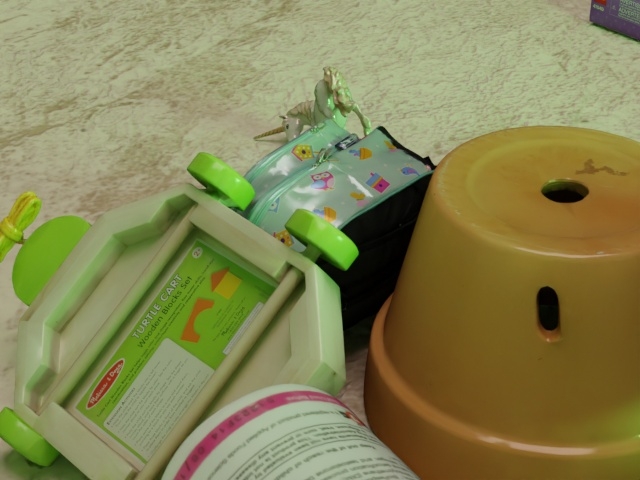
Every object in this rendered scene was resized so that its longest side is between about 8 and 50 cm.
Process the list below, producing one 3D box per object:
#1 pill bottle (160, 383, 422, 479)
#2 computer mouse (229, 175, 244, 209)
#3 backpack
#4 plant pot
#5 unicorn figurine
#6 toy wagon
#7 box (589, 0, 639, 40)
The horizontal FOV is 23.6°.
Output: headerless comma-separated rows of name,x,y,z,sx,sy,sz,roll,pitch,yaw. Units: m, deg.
pill bottle,0.029,0.223,0.932,0.160,0.160,0.283,-19,36,-28
computer mouse,-0.075,0.001,1.385,0.262,0.060,0.184,-16,34,-23
backpack,0.000,0.000,1.273,0.144,0.166,0.188,32,42,16
plant pot,0.178,0.045,1.182,0.290,0.204,0.291,-1,32,0
unicorn figurine,0.006,-0.118,1.549,0.060,0.162,0.111,-16,62,-33
toy wagon,-0.133,0.061,1.161,0.344,0.068,0.267,31,81,40
box,0.501,-0.302,1.879,0.293,0.057,0.201,-26,41,-36
